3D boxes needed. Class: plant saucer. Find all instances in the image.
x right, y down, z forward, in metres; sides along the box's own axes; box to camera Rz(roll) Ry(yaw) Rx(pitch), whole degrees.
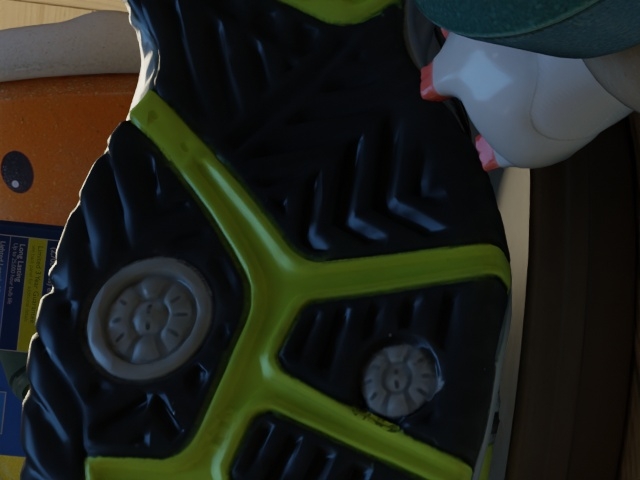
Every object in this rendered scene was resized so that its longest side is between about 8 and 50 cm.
[{"bbox_3d":[0.060,0.043,0.656,0.278,0.041,0.278,-174,90,-83],"label":"plant saucer"}]

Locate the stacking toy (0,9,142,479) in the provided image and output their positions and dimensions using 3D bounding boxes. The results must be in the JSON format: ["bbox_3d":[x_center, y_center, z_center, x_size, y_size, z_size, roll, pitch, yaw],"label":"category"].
[{"bbox_3d":[-0.149,0.092,1.376,0.350,0.350,0.480,132,134,-80],"label":"stacking toy"}]

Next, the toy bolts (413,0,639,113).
[{"bbox_3d":[0.087,-0.142,0.407,0.218,0.158,0.228,-11,55,41],"label":"toy bolts"}]

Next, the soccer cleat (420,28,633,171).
[{"bbox_3d":[0.081,-0.099,0.542,0.076,0.068,0.196,-24,37,34],"label":"soccer cleat"}]

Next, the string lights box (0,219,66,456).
[{"bbox_3d":[-0.101,0.064,1.079,0.077,0.259,0.133,-174,90,-84],"label":"string lights box"}]

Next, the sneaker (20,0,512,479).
[{"bbox_3d":[0.000,0.000,0.602,0.147,0.145,0.385,65,-154,-57],"label":"sneaker"}]
